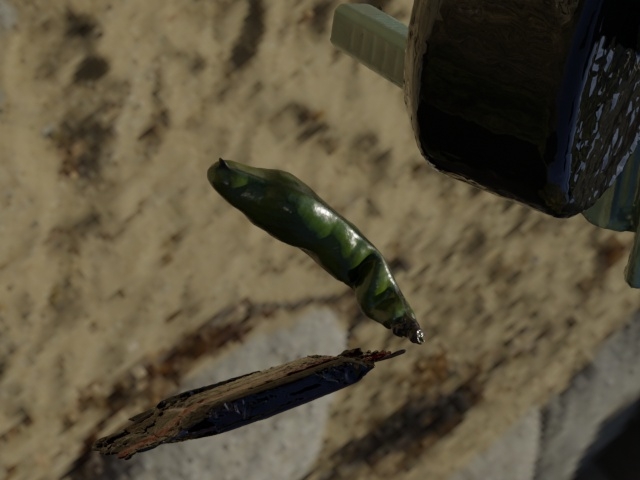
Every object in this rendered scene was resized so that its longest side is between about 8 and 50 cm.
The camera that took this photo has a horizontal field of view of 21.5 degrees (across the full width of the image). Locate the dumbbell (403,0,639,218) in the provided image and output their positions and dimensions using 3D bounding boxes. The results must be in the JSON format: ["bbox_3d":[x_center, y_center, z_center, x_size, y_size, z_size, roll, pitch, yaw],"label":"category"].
[{"bbox_3d":[0.213,-0.067,0.650,0.203,0.322,0.203,-54,157,-36],"label":"dumbbell"}]

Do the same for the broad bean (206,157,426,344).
[{"bbox_3d":[0.001,-0.001,1.176,0.046,0.195,0.061,-46,-165,8],"label":"broad bean"}]

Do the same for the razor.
[{"bbox_3d":[0.084,-0.077,0.895,0.056,0.278,0.111,-8,116,-33],"label":"razor"}]

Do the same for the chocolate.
[{"bbox_3d":[-0.039,0.093,0.978,0.182,0.028,0.086,-16,-177,-27],"label":"chocolate"}]
